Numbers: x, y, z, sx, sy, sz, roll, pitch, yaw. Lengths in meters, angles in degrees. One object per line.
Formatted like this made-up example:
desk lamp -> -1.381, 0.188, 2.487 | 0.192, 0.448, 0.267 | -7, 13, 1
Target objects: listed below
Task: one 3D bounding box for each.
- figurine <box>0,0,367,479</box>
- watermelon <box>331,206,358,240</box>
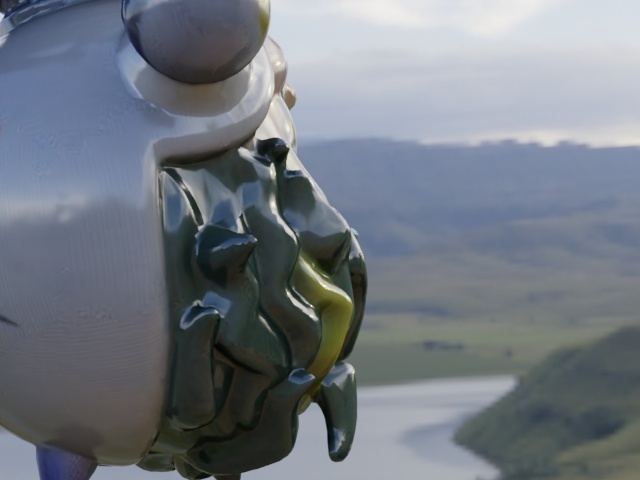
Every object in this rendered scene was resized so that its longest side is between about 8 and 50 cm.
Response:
figurine -> -0.087, -0.078, 0.619 | 0.186, 0.381, 0.261 | -14, -6, -2
watermelon -> 0.000, 0.000, 1.228 | 0.061, 0.085, 0.085 | -21, -12, 30
